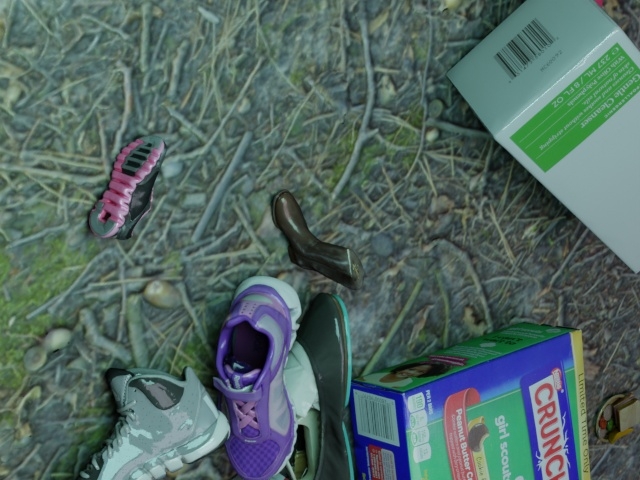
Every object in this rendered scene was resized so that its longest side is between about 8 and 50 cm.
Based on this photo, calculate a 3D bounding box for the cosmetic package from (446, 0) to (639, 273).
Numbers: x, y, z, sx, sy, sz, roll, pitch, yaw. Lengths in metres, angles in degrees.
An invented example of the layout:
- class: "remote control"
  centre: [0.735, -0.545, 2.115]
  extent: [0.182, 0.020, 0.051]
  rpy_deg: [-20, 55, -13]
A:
- class: "cosmetic package"
  centre: [0.349, -0.140, 1.696]
  extent: [0.197, 0.155, 0.365]
  rpy_deg: [-43, 131, 13]

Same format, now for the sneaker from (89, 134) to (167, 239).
- class: "sneaker"
  centre: [-0.190, -0.052, 1.401]
  extent: [0.119, 0.047, 0.057]
  rpy_deg: [-59, 147, -1]

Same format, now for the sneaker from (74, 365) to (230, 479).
- class: "sneaker"
  centre: [-0.221, 0.207, 1.456]
  extent: [0.228, 0.086, 0.132]
  rpy_deg: [-29, 103, -19]

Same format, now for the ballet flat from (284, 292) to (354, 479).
- class: "ballet flat"
  centre: [-0.011, 0.199, 1.607]
  extent: [0.096, 0.095, 0.281]
  rpy_deg: [-13, 115, -22]

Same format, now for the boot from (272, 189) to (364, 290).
- class: "boot"
  centre: [0.000, 0.000, 1.522]
  extent: [0.037, 0.114, 0.106]
  rpy_deg: [-37, 126, -24]

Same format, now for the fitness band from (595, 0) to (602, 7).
- class: "fitness band"
  centre: [0.409, -0.314, 1.788]
  extent: [0.209, 0.054, 0.291]
  rpy_deg: [-10, 111, -34]

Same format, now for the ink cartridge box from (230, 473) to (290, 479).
- class: "ink cartridge box"
  centre: [-0.094, 0.351, 1.566]
  extent: [0.175, 0.127, 0.072]
  rpy_deg: [-34, 123, -26]

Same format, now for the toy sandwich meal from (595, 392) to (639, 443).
- class: "toy sandwich meal"
  centre: [0.451, 0.270, 2.050]
  extent: [0.085, 0.029, 0.086]
  rpy_deg: [-15, 115, -35]

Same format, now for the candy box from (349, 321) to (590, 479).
- class: "candy box"
  centre: [0.203, 0.273, 1.763]
  extent: [0.317, 0.122, 0.268]
  rpy_deg: [-16, 104, -37]

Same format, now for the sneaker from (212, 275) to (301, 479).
- class: "sneaker"
  centre: [-0.079, 0.163, 1.510]
  extent: [0.104, 0.095, 0.237]
  rpy_deg: [-47, 140, -72]
